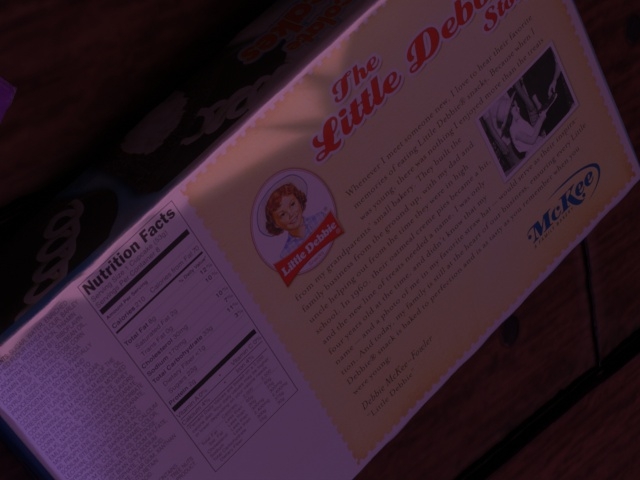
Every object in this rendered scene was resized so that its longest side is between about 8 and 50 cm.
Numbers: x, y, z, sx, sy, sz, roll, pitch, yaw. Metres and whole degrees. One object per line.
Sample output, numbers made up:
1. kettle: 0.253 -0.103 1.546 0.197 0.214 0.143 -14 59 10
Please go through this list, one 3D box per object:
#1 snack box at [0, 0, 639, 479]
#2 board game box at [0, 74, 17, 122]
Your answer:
1. snack box: 0.000 0.000 0.692 0.322 0.060 0.187 -44 128 -18
2. board game box: -0.262 -0.043 0.454 0.347 0.056 0.208 38 73 -45
